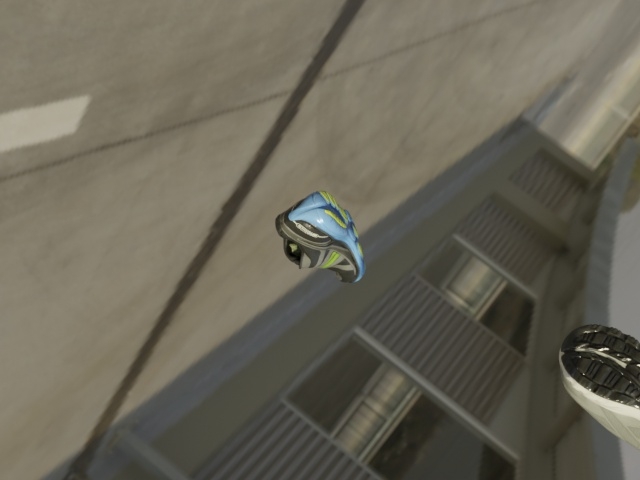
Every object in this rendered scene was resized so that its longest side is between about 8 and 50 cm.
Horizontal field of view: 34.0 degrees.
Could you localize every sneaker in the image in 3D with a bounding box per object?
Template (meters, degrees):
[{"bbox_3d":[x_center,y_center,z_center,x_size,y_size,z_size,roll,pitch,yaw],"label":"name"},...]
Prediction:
[{"bbox_3d":[0.380,0.196,1.147,0.100,0.271,0.108,-46,159,-16],"label":"sneaker"},{"bbox_3d":[0.000,0.000,1.170,0.078,0.067,0.188,-20,155,11],"label":"sneaker"}]
